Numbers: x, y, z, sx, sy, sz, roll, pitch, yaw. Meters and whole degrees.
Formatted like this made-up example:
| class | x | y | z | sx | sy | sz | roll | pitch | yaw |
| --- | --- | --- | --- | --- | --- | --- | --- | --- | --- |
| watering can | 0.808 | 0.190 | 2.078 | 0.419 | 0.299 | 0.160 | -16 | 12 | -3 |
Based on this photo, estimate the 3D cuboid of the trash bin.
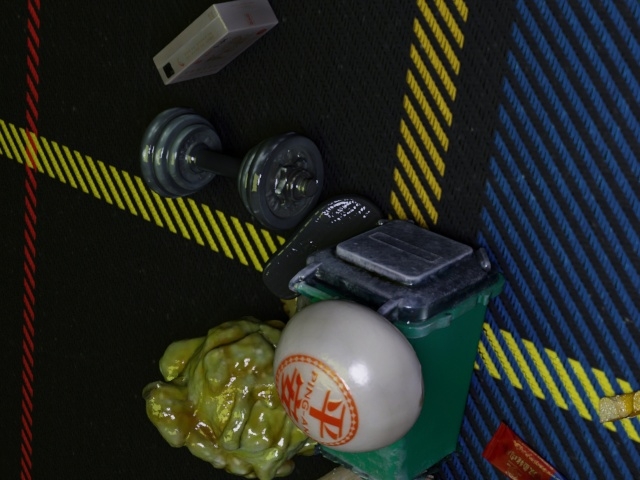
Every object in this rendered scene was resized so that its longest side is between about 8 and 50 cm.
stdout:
| class | x | y | z | sx | sy | sz | roll | pitch | yaw |
| --- | --- | --- | --- | --- | --- | --- | --- | --- | --- |
| trash bin | 0.111 | 0.188 | 1.788 | 0.259 | 0.295 | 0.381 | 22 | 121 | 38 |

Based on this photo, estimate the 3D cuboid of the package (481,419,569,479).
| class | x | y | z | sx | sy | sz | roll | pitch | yaw |
| --- | --- | --- | --- | --- | --- | --- | --- | --- | --- |
| package | 0.346 | 0.379 | 1.792 | 0.200 | 0.022 | 0.083 | 40 | 125 | 30 |

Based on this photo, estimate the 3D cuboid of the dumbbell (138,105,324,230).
| class | x | y | z | sx | sy | sz | roll | pitch | yaw |
| --- | --- | --- | --- | --- | --- | --- | --- | --- | --- |
| dumbbell | -0.164 | -0.133 | 2.018 | 0.406 | 0.179 | 0.179 | 18 | 113 | 39 |

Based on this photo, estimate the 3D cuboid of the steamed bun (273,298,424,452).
| class | x | y | z | sx | sy | sz | roll | pitch | yaw |
| --- | --- | --- | --- | --- | --- | --- | --- | --- | --- |
| steamed bun | 0.026 | 0.202 | 1.574 | 0.232 | 0.145 | 0.232 | 26 | 136 | 28 |

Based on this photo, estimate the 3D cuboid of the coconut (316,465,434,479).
| class | x | y | z | sx | sy | sz | roll | pitch | yaw |
| --- | --- | --- | --- | --- | --- | --- | --- | --- | --- |
| coconut | 0.101 | 0.508 | 1.884 | 0.297 | 0.254 | 0.297 | 50 | 154 | 35 |

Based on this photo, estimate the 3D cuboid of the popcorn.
| class | x | y | z | sx | sy | sz | roll | pitch | yaw |
| --- | --- | --- | --- | --- | --- | --- | --- | --- | --- |
| popcorn | -0.122 | 0.276 | 1.994 | 0.279 | 0.335 | 0.274 | -35 | 39 | 14 |

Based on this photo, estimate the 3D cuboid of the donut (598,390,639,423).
| class | x | y | z | sx | sy | sz | roll | pitch | yaw |
| --- | --- | --- | --- | --- | --- | --- | --- | --- | --- |
| donut | 0.449 | 0.240 | 1.635 | 0.083 | 0.067 | 0.038 | 113 | 149 | -71 |

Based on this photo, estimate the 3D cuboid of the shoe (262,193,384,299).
| class | x | y | z | sx | sy | sz | roll | pitch | yaw |
| --- | --- | --- | --- | --- | --- | --- | --- | --- | --- |
| shoe | 0.000 | 0.000 | 1.949 | 0.241 | 0.093 | 0.108 | -40 | 102 | 15 |

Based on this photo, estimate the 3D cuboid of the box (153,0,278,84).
| class | x | y | z | sx | sy | sz | roll | pitch | yaw |
| --- | --- | --- | --- | --- | --- | --- | --- | --- | --- |
| box | -0.189 | -0.358 | 2.008 | 0.201 | 0.141 | 0.058 | -29 | 86 | 44 |

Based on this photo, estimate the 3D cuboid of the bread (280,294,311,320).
| class | x | y | z | sx | sy | sz | roll | pitch | yaw |
| --- | --- | --- | --- | --- | --- | --- | --- | --- | --- |
| bread | -0.037 | 0.086 | 2.035 | 0.094 | 0.083 | 0.157 | 34 | 124 | 46 |
